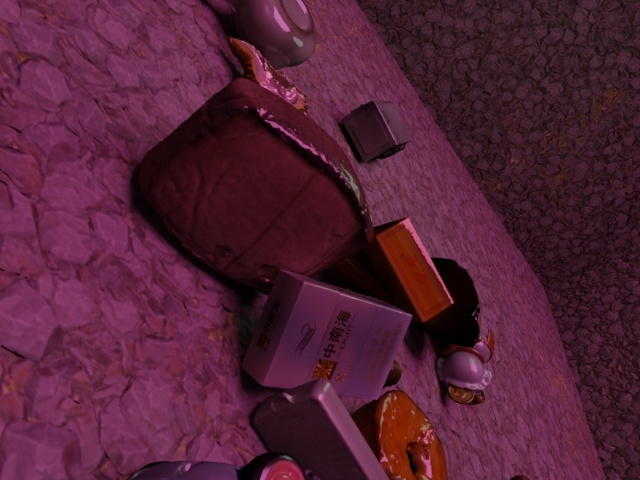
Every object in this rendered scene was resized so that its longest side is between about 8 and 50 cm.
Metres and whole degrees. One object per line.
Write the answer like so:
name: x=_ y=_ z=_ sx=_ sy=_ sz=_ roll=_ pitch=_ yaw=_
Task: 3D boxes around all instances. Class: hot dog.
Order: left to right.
hot dog: x=0.301 y=0.178 z=1.320 sx=0.326 sy=0.194 sz=0.107 roll=-64 pitch=151 yaw=-53

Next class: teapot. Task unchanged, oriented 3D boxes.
teapot: x=-0.144 y=-0.523 z=1.166 sx=0.318 sy=0.149 sz=0.220 roll=53 pitch=34 yaw=-19

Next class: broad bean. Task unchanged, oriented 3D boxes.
broad bean: x=0.091 y=0.240 z=0.960 sx=0.214 sy=0.070 sz=0.048 roll=30 pitch=15 yaw=-50

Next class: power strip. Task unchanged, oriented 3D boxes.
power strip: x=0.018 y=0.309 z=0.703 sx=0.270 sy=0.118 sz=0.046 roll=59 pitch=24 yaw=-6

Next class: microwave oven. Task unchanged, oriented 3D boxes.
microwave oven: x=0.168 y=-0.324 z=1.561 sx=0.162 sy=0.129 sz=0.205 roll=64 pitch=26 yaw=-1

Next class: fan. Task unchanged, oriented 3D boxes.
fan: x=0.402 y=0.370 z=1.425 sx=0.082 sy=0.039 sz=0.155 roll=37 pitch=34 yaw=-40

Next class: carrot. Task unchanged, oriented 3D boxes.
carrot: x=0.000 y=0.000 z=0.951 sx=0.336 sy=0.069 sz=0.069 roll=41 pitch=29 yaw=-2

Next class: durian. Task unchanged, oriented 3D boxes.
durian: x=-0.127 y=-0.329 z=1.105 sx=0.224 sy=0.078 sz=0.140 roll=47 pitch=40 yaw=-6

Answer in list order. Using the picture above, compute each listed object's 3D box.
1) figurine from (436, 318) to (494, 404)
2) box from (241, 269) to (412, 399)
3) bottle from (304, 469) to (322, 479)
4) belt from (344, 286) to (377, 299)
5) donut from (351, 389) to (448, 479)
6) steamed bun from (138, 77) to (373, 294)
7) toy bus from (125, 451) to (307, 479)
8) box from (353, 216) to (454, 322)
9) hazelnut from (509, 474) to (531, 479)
figurine: x=0.368 y=0.295 z=1.329 sx=0.143 sy=0.143 sz=0.271 roll=56 pitch=26 yaw=-12
box: x=0.017 y=0.148 z=0.783 sx=0.243 sy=0.067 sz=0.155 roll=20 pitch=91 yaw=-41
bottle: x=0.026 y=0.420 z=0.652 sx=0.269 sy=0.083 sz=0.083 roll=62 pitch=26 yaw=-3
belt: x=0.048 y=0.147 z=0.968 sx=0.151 sy=0.079 sz=0.121 roll=-22 pitch=94 yaw=-51
donut: x=0.136 y=0.376 z=0.857 sx=0.253 sy=0.118 sz=0.253 roll=41 pitch=31 yaw=-32
steamed bun: x=-0.083 y=-0.082 z=0.777 sx=0.301 sy=0.252 sz=0.199 roll=44 pitch=18 yaw=-29
toy bus: x=-0.075 y=0.328 z=0.452 sx=0.287 sy=0.194 sz=0.232 roll=49 pitch=37 yaw=-25
box: x=0.129 y=0.061 z=1.015 sx=0.174 sy=0.076 sz=0.274 roll=60 pitch=-14 yaw=-3
hazelnut: x=0.519 y=0.643 z=1.334 sx=0.086 sy=0.086 sz=0.086 roll=42 pitch=33 yaw=-35
